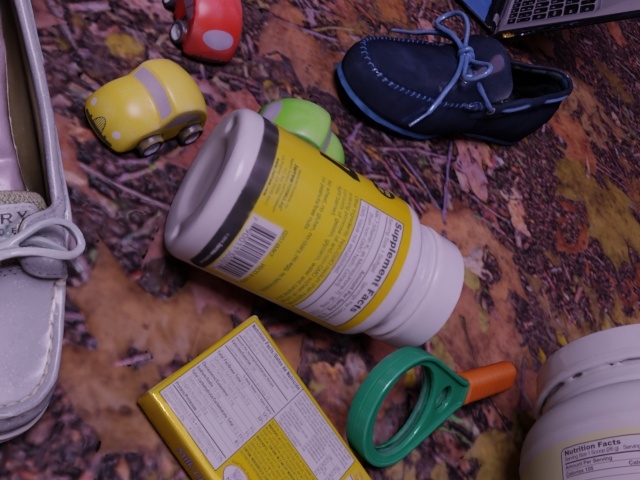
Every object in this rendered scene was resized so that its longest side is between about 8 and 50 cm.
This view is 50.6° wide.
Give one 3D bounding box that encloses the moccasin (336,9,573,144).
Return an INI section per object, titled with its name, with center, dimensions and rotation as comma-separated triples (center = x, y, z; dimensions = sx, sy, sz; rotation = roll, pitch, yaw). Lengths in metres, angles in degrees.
[moccasin]
center = 0.168, -0.197, 0.789
dimensions = 0.342, 0.117, 0.138
rotation = -6, 67, -43

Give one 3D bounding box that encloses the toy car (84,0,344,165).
[toy car]
center = -0.061, -0.127, 0.594
dimensions = 0.225, 0.053, 0.239
rotation = 32, 47, -20

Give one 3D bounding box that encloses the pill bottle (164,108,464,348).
[pill bottle]
center = 0.000, 0.000, 0.515
dimensions = 0.208, 0.119, 0.119
rotation = 28, 48, -24

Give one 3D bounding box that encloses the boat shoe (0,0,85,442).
[boat shoe]
center = -0.198, -0.050, 0.370
dimensions = 0.118, 0.103, 0.320
rotation = 1, 75, -40

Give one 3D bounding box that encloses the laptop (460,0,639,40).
[laptop]
center = 0.340, -0.509, 1.067
dimensions = 0.382, 0.408, 0.236
rotation = -62, 142, -44

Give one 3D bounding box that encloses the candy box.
[candy box]
center = -0.023, 0.160, 0.456
dimensions = 0.206, 0.027, 0.105
rotation = 55, 40, 2

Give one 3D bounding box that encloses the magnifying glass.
[magnifying glass]
center = 0.101, 0.127, 0.561
dimensions = 0.026, 0.092, 0.231
rotation = 24, 15, 40

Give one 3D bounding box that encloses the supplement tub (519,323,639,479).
[supplement tub]
center = 0.269, 0.249, 0.495
dimensions = 0.235, 0.235, 0.325
rotation = 30, 47, -22
